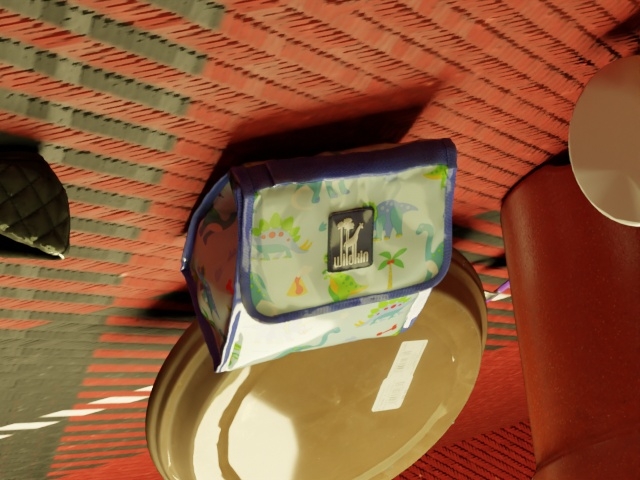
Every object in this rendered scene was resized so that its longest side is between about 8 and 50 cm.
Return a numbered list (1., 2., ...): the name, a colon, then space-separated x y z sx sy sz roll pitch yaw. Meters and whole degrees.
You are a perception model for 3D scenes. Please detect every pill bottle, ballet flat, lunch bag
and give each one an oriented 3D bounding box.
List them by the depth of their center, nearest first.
1. ballet flat: -0.190 -0.002 0.591 0.173 0.049 0.057 -12 162 -25
2. lunch bag: 0.000 0.000 0.773 0.128 0.096 0.151 -11 148 -22
3. pill bottle: 0.247 -0.061 0.796 0.216 0.121 0.121 -6 160 -40

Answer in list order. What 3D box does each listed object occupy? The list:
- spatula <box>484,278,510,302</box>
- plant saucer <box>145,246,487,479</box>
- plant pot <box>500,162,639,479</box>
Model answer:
1. spatula: 0.093 0.046 1.148 0.296 0.030 0.084 -13 164 -24
2. plant saucer: 0.008 0.111 1.011 0.278 0.041 0.278 -17 135 -18
3. plant pot: 0.251 0.076 0.956 0.272 0.265 0.272 -9 160 -3
